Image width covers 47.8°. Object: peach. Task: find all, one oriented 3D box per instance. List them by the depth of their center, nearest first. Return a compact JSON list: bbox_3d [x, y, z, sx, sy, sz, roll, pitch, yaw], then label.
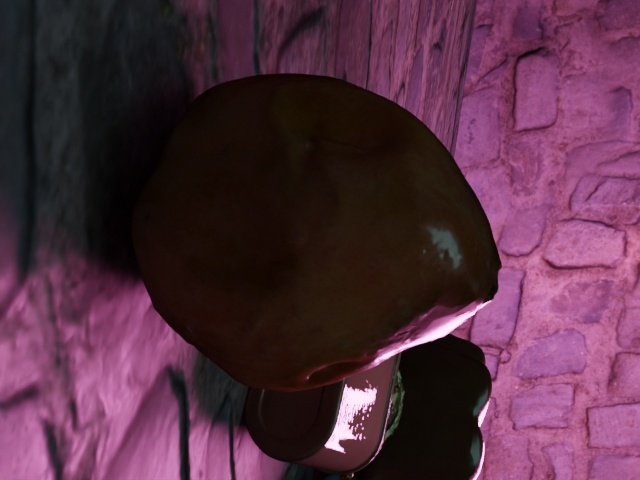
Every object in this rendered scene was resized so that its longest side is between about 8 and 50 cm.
[{"bbox_3d":[0.000,0.000,0.481,0.214,0.235,0.214,-43,140,-51],"label":"peach"}]

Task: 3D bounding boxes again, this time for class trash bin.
[{"bbox_3d":[0.012,0.152,0.857,0.247,0.121,0.243,49,52,-67],"label":"trash bin"}]

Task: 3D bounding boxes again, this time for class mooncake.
[{"bbox_3d":[0.168,0.338,1.248,0.378,0.200,0.378,-165,-90,-90],"label":"mooncake"}]

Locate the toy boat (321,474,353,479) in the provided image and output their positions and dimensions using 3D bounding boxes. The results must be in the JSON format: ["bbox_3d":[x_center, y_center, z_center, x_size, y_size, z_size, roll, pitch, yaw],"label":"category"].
[{"bbox_3d":[0.006,0.431,0.927,0.332,0.145,0.133,-70,176,-64],"label":"toy boat"}]

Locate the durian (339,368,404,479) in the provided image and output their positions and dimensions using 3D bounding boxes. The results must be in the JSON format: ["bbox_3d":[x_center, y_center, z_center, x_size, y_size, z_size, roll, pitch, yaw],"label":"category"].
[{"bbox_3d":[0.051,0.242,1.037,0.146,0.102,0.208,19,69,-32],"label":"durian"}]
